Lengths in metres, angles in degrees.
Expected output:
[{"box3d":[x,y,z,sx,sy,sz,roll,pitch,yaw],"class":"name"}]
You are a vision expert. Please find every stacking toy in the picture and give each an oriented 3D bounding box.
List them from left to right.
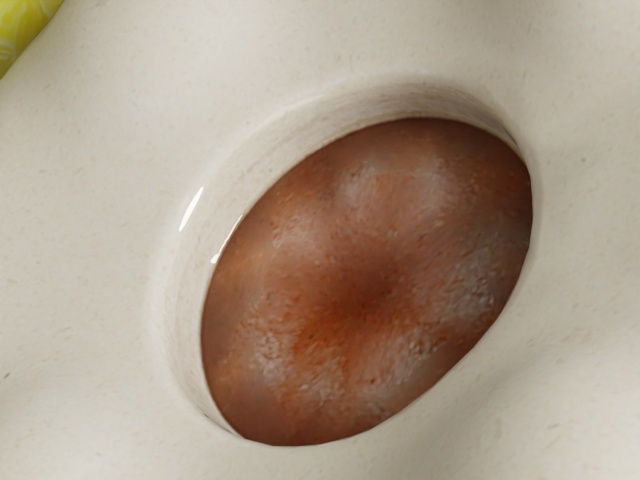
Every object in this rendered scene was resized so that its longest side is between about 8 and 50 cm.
[{"box3d":[0.105,0.104,0.568,0.350,0.351,0.480,-23,140,19],"class":"stacking toy"}]

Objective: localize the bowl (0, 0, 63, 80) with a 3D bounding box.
[{"box3d":[-0.224,-0.074,0.590,0.289,0.156,0.289,-5,146,-4],"class":"bowl"}]
